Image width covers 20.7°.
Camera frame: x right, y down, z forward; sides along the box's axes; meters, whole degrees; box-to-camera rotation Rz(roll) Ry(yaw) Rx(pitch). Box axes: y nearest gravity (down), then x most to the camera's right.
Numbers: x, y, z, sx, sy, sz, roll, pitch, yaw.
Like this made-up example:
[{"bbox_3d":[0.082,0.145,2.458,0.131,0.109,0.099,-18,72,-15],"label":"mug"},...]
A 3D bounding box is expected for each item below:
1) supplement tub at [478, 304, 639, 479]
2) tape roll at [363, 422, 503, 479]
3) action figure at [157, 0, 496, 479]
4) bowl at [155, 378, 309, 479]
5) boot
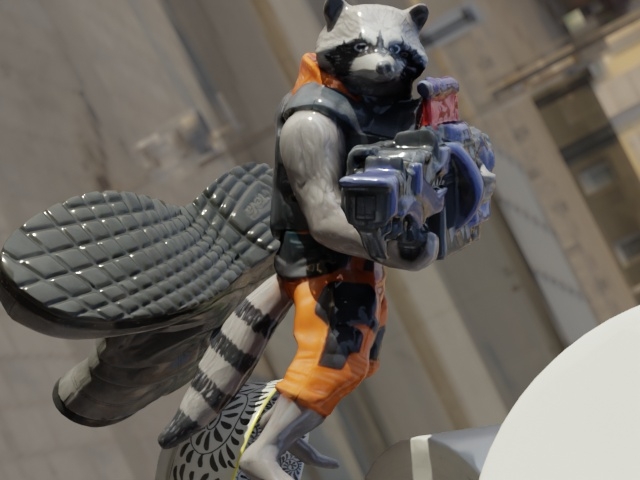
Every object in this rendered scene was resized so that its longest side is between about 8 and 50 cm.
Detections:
[{"bbox_3d":[0.203,0.160,0.720,0.272,0.191,0.191,43,22,-38],"label":"supplement tub"},{"bbox_3d":[0.123,0.263,1.152,0.286,0.100,0.286,21,-67,61],"label":"tape roll"},{"bbox_3d":[0.000,0.000,1.136,0.341,0.178,0.330,6,97,-75],"label":"action figure"},{"bbox_3d":[-0.075,0.177,1.341,0.170,0.080,0.170,14,90,-72],"label":"bowl"},{"bbox_3d":[-0.149,0.069,1.346,0.118,0.223,0.338,50,32,19],"label":"boot"}]
